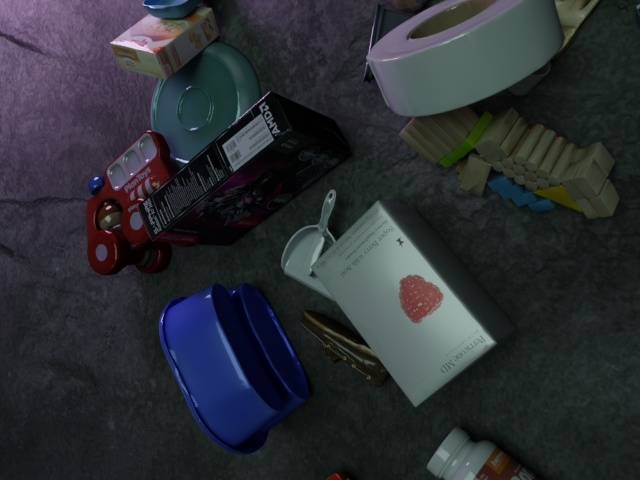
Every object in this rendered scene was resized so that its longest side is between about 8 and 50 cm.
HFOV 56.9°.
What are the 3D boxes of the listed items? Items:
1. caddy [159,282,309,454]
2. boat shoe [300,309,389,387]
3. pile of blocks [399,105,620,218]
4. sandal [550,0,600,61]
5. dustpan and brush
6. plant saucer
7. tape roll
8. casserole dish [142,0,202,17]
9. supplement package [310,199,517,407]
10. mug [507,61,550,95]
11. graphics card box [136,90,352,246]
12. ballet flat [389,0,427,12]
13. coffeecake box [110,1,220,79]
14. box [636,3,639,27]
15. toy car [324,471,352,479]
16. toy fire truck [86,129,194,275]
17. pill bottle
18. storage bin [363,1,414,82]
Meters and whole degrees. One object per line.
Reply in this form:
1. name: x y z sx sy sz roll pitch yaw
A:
1. caddy: -0.180 0.244 1.169 0.179 0.241 0.341 -34 74 18
2. boat shoe: 0.042 0.207 1.138 0.207 0.073 0.073 29 101 26
3. pile of blocks: 0.318 -0.148 0.985 0.362 0.149 0.113 30 61 16
4. sandal: 0.407 -0.407 0.934 0.088 0.079 0.240 31 104 25
5. dustpan and brush: 0.000 0.000 1.168 0.147 0.060 0.211 27 103 26
6. plant saucer: -0.274 -0.293 1.331 0.317 0.043 0.318 0 91 29
7. tape roll: 0.220 -0.305 0.921 0.286 0.286 0.100 -15 119 28
8. casserole dish: -0.308 -0.535 1.298 0.114 0.188 0.037 8 138 18
9. supplement package: 0.160 0.099 1.014 0.177 0.175 0.293 -45 70 20
10. mug: 0.340 -0.280 0.982 0.062 0.064 0.078 23 60 3
11. graphics card box: -0.145 -0.119 1.152 0.370 0.232 0.094 -35 70 23
12. ballet flat: 0.088 -0.552 1.095 0.107 0.106 0.316 -49 68 19
13. coffeecake box: -0.337 -0.440 1.291 0.142 0.068 0.185 20 56 27
14. box: 0.558 -0.252 0.861 0.100 0.060 0.244 -23 79 27
15. toy car: 0.102 0.575 1.117 0.238 0.053 0.225 14 97 29
16. toy fire truck: -0.424 -0.069 1.342 0.302 0.169 0.254 -34 73 24
17. pill bottle: 0.289 0.412 0.974 0.216 0.121 0.121 35 106 24
18. storage bin: 0.134 -0.352 1.086 0.091 0.098 0.135 11 95 1
